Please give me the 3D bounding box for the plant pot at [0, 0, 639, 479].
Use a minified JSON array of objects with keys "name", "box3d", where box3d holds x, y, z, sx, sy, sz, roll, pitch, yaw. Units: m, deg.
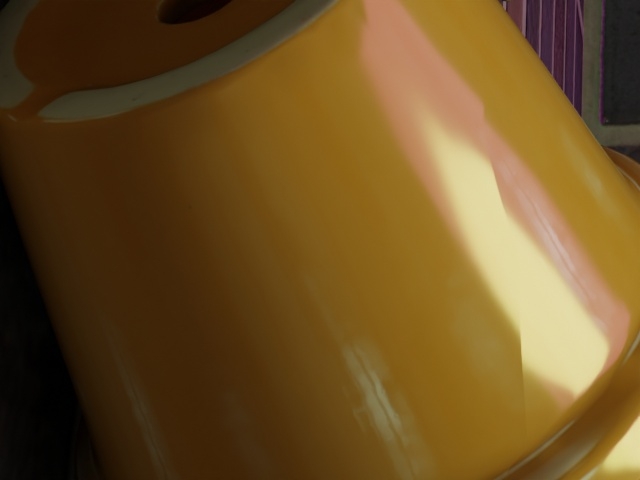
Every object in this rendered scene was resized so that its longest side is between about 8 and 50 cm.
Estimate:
[{"name":"plant pot","box3d":[0.000,0.000,0.540,0.205,0.205,0.188,-76,146,-49]}]
